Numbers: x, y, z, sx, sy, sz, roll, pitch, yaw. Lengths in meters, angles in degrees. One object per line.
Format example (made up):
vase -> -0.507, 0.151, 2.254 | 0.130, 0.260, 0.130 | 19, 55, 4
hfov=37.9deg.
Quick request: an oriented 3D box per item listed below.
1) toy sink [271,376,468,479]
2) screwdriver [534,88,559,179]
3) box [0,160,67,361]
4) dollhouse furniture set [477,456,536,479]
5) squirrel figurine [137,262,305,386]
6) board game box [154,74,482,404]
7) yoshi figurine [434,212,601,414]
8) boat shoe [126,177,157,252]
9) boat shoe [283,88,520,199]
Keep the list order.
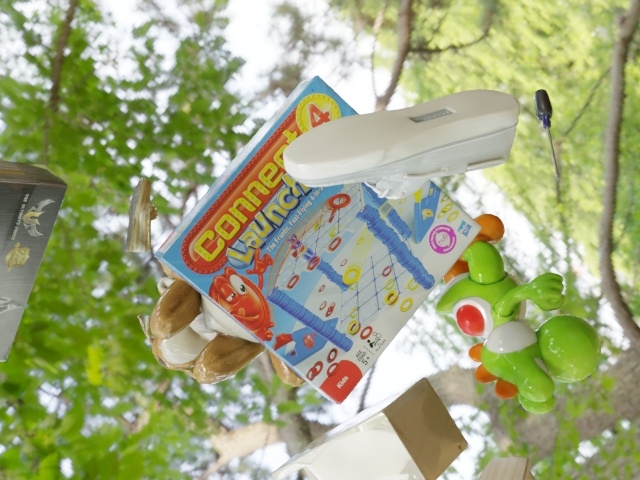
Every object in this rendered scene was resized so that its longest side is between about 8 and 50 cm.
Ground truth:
toy sink -> 0.073, 0.325, 1.360 | 0.131, 0.234, 0.153 | 58, -150, 7
screwdriver -> 0.311, -0.143, 1.278 | 0.024, 0.025, 0.169 | 16, -127, -19
box -> -0.385, 0.027, 0.967 | 0.056, 0.231, 0.183 | 36, -160, 33
dollhouse furniture set -> 0.102, 0.400, 1.031 | 0.198, 0.304, 0.286 | 59, -142, -26
squirrel figurine -> -0.130, 0.068, 1.583 | 0.281, 0.370, 0.397 | 37, -123, -9
board game box -> 0.000, 0.000, 1.216 | 0.302, 0.308, 0.086 | 41, 172, -13
yoshi figurine -> 0.343, 0.124, 1.559 | 0.204, 0.203, 0.362 | 25, -150, -36
boat shoe -> -0.313, -0.043, 1.656 | 0.045, 0.135, 0.050 | 11, 172, -26
boat shoe -> 0.062, -0.062, 0.686 | 0.184, 0.063, 0.066 | -19, -146, -22
